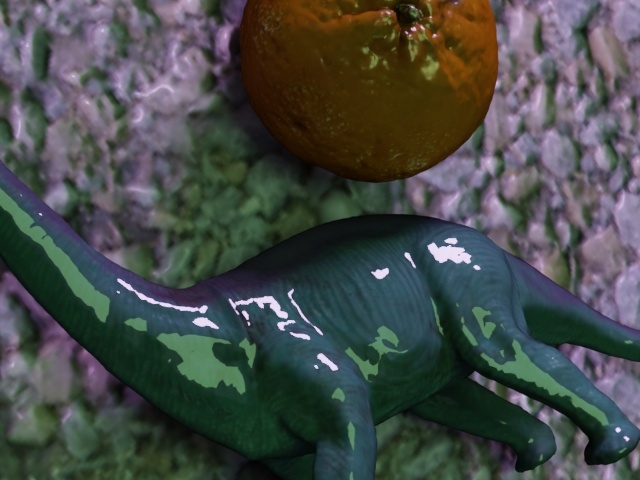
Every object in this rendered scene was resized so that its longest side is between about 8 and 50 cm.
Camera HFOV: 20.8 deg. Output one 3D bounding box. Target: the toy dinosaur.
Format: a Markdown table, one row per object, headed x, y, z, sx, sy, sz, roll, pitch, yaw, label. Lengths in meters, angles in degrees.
| x | y | z | sx | sy | sz | roll | pitch | yaw | label |
| --- | --- | --- | --- | --- | --- | --- | --- | --- | --- |
| 0.000 | 0.000 | 0.851 | 0.383 | 0.129 | 0.330 | -31 | 89 | -35 | toy dinosaur |

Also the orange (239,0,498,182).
| x | y | z | sx | sy | sz | roll | pitch | yaw | label |
| --- | --- | --- | --- | --- | --- | --- | --- | --- | --- |
| 0.028 | -0.095 | 0.867 | 0.136 | 0.117 | 0.135 | 3 | 85 | -34 | orange |
